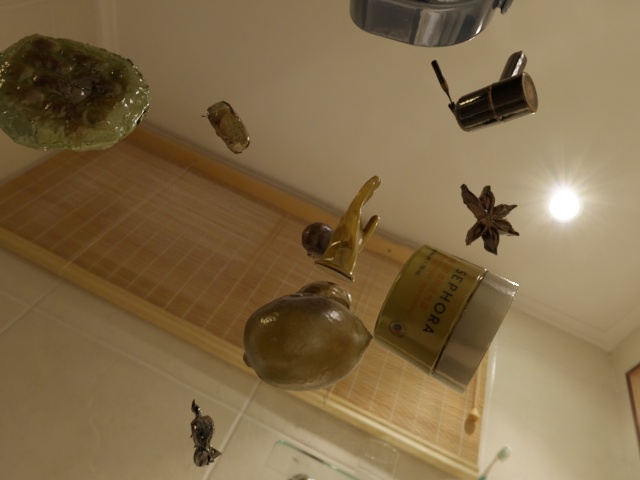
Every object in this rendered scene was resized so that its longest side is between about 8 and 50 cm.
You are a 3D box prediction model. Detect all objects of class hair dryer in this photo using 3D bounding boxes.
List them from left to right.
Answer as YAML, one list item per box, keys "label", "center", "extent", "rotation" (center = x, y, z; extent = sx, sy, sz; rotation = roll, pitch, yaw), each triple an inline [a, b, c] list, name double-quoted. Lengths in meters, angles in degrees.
- label: "hair dryer"
  center: [0.505, -0.435, 1.253]
  extent: [0.189, 0.352, 0.107]
  rotation: [-11, -56, 42]

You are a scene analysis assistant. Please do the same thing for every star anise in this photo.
- label: "star anise"
  center: [0.470, -0.055, 1.262]
  extent: [0.172, 0.208, 0.063]
  rotation: [5, -19, -11]

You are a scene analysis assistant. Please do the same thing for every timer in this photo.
- label: "timer"
  center: [0.277, -0.623, 1.086]
  extent: [0.395, 0.395, 0.173]
  rotation: [21, -25, 9]

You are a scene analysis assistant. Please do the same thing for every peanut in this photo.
- label: "peanut"
  center: [-0.024, 0.165, 0.928]
  extent: [0.129, 0.224, 0.129]
  rotation: [29, -34, 23]

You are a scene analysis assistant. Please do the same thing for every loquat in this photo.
- label: "loquat"
  center: [-0.020, 0.148, 0.670]
  extent: [0.195, 0.152, 0.152]
  rotation: [-11, -54, -3]

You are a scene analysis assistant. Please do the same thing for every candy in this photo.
- label: "candy"
  center: [-0.227, 0.366, 0.878]
  extent: [0.051, 0.094, 0.226]
  rotation: [-5, -8, -19]

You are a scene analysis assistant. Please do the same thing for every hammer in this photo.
- label: "hammer"
  center: [0.367, -0.448, 1.331]
  extent: [0.021, 0.078, 0.201]
  rotation: [-25, -109, 25]

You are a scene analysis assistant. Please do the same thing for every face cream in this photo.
- label: "face cream"
  center: [0.226, 0.137, 0.826]
  extent: [0.179, 0.218, 0.218]
  rotation: [28, -45, 23]

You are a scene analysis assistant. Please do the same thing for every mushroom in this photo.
- label: "mushroom"
  center: [0.000, 0.000, 1.405]
  extent: [0.127, 0.127, 0.087]
  rotation: [47, -28, -15]

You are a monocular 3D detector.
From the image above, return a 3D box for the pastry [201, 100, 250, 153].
- label: "pastry"
  center: [-0.248, -0.308, 1.237]
  extent: [0.153, 0.081, 0.153]
  rotation: [47, -6, 6]

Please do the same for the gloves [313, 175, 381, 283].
- label: "gloves"
  center: [0.095, -0.044, 1.203]
  extent: [0.116, 0.294, 0.133]
  rotation: [26, -11, -2]

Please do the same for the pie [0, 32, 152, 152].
- label: "pie"
  center: [-0.470, -0.282, 0.853]
  extent: [0.306, 0.306, 0.071]
  rotation: [29, -33, 2]
